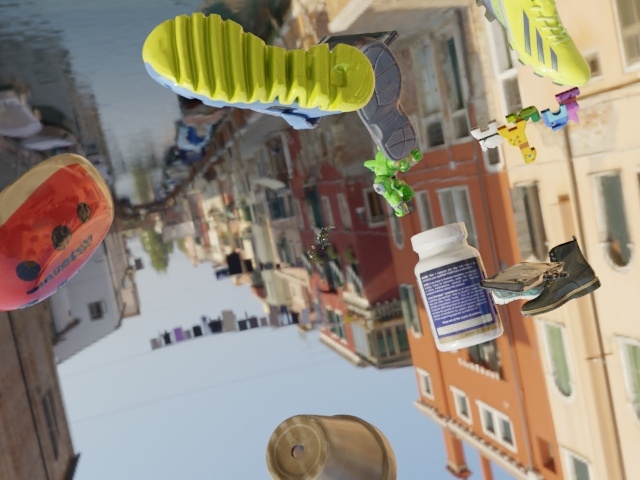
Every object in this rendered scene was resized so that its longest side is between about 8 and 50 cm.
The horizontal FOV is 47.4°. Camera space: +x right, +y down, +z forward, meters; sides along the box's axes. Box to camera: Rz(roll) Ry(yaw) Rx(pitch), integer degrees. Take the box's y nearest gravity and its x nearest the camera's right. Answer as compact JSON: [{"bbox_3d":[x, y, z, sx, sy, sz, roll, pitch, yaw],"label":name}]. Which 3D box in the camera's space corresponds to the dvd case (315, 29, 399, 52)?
[{"bbox_3d":[0.035,-0.369,1.492,0.221,0.018,0.164,13,-124,48],"label":"dvd case"}]

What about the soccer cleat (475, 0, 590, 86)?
[{"bbox_3d":[0.391,-0.397,1.311,0.093,0.289,0.121,-14,151,-37],"label":"soccer cleat"}]

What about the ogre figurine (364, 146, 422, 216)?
[{"bbox_3d":[0.170,-0.165,1.701,0.097,0.197,0.118,21,-177,43],"label":"ogre figurine"}]

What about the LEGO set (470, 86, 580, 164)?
[{"bbox_3d":[0.432,-0.217,1.487,0.227,0.093,0.087,-20,-157,16],"label":"LEGO set"}]

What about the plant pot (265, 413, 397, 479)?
[{"bbox_3d":[0.004,0.596,1.938,0.323,0.323,0.280,-9,148,27],"label":"plant pot"}]

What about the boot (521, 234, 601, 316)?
[{"bbox_3d":[0.550,0.087,1.744,0.198,0.137,0.077,-26,-177,-1],"label":"boot"}]

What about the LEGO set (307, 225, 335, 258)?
[{"bbox_3d":[-0.002,0.000,1.577,0.083,0.054,0.023,-42,-128,-17],"label":"LEGO set"}]

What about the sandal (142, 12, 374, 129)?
[{"bbox_3d":[-0.092,-0.221,1.027,0.317,0.126,0.138,11,164,-18],"label":"sandal"}]

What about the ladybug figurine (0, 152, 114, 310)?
[{"bbox_3d":[-0.591,-0.005,1.555,0.162,0.305,0.449,27,-136,5],"label":"ladybug figurine"}]

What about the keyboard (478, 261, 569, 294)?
[{"bbox_3d":[0.346,0.061,1.199,0.108,0.023,0.180,0,-170,38],"label":"keyboard"}]

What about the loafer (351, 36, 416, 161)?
[{"bbox_3d":[0.103,-0.274,1.411,0.109,0.302,0.095,-38,-129,-7],"label":"loafer"}]

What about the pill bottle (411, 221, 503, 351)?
[{"bbox_3d":[0.298,0.102,1.627,0.153,0.264,0.153,-16,173,-2],"label":"pill bottle"}]

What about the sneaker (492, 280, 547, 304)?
[{"bbox_3d":[0.509,0.110,1.832,0.166,0.065,0.076,-16,146,-10],"label":"sneaker"}]
